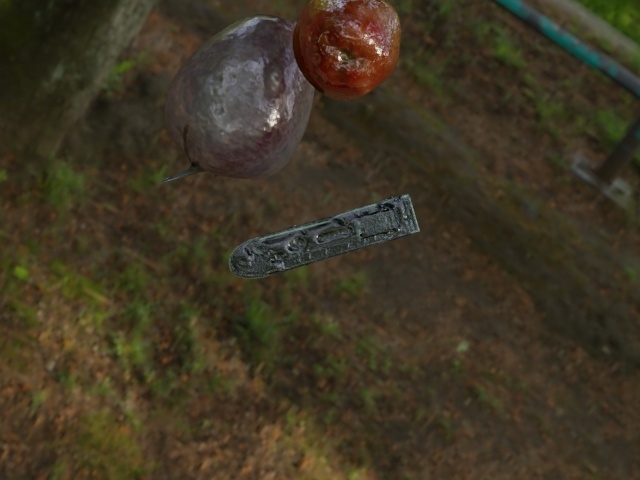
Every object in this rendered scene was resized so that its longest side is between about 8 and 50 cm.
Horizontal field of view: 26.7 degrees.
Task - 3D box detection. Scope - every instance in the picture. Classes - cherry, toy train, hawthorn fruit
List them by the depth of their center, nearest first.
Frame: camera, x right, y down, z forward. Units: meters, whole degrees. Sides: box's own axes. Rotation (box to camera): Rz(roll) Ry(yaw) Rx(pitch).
[{"bbox_3d":[0.029,-0.228,1.579,0.133,0.133,0.138,33,11,-2],"label":"hawthorn fruit"},{"bbox_3d":[0.000,0.000,1.619,0.234,0.051,0.052,-17,86,-10],"label":"toy train"},{"bbox_3d":[-0.103,-0.174,1.747,0.183,0.266,0.213,35,4,-6],"label":"cherry"}]
